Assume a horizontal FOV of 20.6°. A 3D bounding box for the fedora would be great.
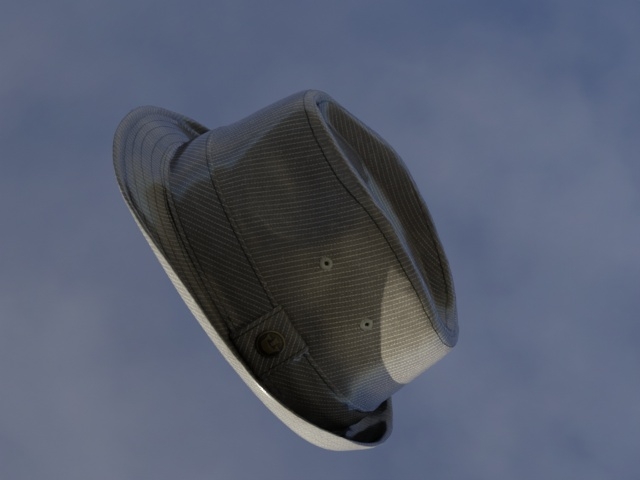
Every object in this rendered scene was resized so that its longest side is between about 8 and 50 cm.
[{"bbox_3d":[0.000,0.000,1.146,0.124,0.244,0.275,-31,-84,18],"label":"fedora"}]
